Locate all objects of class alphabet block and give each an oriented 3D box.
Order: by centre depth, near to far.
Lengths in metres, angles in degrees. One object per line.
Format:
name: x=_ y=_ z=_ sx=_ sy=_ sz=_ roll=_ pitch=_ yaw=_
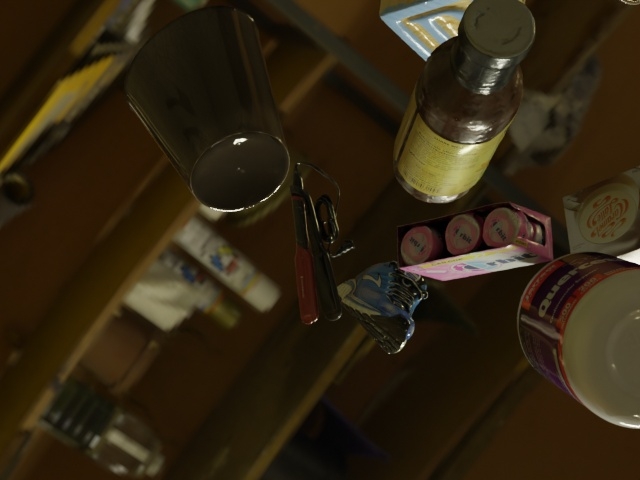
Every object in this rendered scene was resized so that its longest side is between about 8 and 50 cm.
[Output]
alphabet block: x=0.233 y=-0.448 z=2.270 sx=0.193 sy=0.192 sz=0.197 roll=-10 pitch=-118 yaw=33

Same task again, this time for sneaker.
sneaker: x=0.122 y=0.100 z=2.399 sx=0.147 sy=0.130 sz=0.330 roll=-42 pitch=-165 yaw=2

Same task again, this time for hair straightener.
hair straightener: x=0.000 y=0.000 z=1.818 sx=0.047 sy=0.089 sz=0.231 roll=-27 pitch=-110 yaw=53

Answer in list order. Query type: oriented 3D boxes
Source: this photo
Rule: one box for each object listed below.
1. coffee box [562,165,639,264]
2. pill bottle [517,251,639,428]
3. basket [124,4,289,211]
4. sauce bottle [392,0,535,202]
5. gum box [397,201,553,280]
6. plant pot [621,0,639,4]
coffee box: x=0.497 y=-0.034 z=1.940 sx=0.246 sy=0.098 sz=0.141 roll=-23 pitch=-127 yaw=32
pill bottle: x=0.348 y=0.110 z=1.597 sx=0.181 sy=0.181 sz=0.323 roll=-52 pitch=-172 yaw=0
basket: x=-0.134 y=-0.156 z=1.651 sx=0.204 sy=0.154 sz=0.227 roll=-38 pitch=-134 yaw=14
sauce bottle: x=0.150 y=-0.142 z=1.363 sx=0.111 sy=0.111 sz=0.344 roll=-59 pitch=176 yaw=-18
gum box: x=0.209 y=0.002 z=1.735 sx=0.188 sy=0.107 sz=0.062 roll=-13 pitch=-108 yaw=37
plant pot: x=0.315 y=-0.374 z=1.578 sx=0.165 sy=0.167 sz=0.167 roll=14 pitch=-115 yaw=40
